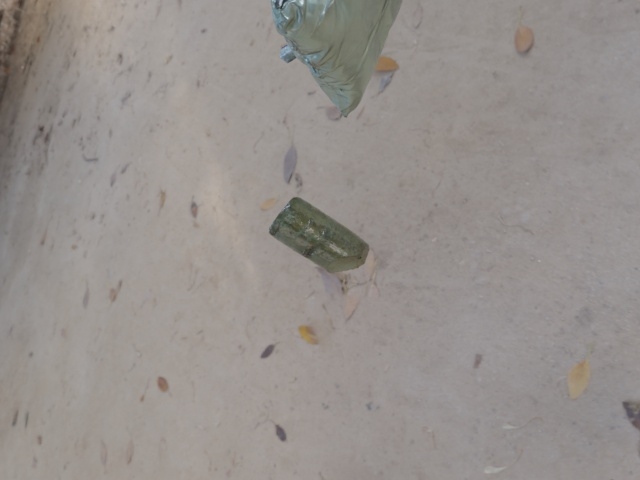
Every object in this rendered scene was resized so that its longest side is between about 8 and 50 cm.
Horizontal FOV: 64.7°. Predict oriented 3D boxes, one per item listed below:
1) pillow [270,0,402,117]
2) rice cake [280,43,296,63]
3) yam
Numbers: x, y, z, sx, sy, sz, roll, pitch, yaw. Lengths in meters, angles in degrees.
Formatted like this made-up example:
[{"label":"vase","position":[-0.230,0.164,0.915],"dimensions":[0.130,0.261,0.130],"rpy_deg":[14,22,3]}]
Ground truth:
[{"label":"pillow","position":[0.031,-0.361,0.742],"dimensions":[0.138,0.310,0.284],"rpy_deg":[14,89,23]},{"label":"rice cake","position":[-0.016,-0.527,1.301],"dimensions":[0.210,0.034,0.043],"rpy_deg":[-22,49,30]},{"label":"yam","position":[0.000,0.000,0.676],"dimensions":[0.070,0.146,0.070],"rpy_deg":[-48,19,23]}]
